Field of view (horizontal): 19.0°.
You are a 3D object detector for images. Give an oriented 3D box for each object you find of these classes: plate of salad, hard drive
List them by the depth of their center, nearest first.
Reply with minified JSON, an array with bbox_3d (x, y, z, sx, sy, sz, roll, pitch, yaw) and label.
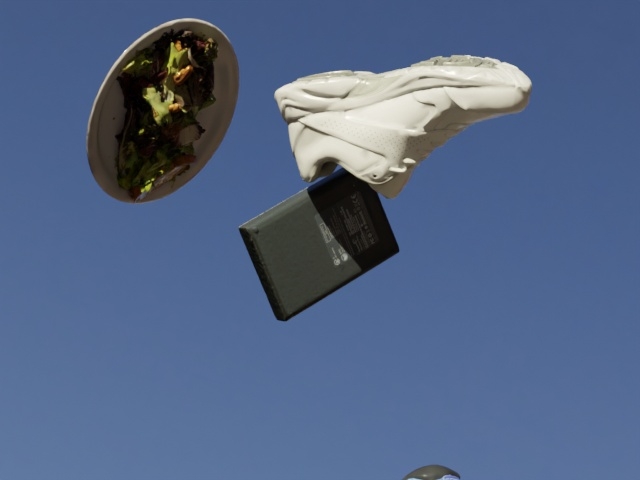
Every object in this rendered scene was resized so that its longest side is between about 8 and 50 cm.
[{"bbox_3d":[0.000,0.000,1.711,0.022,0.135,0.094,5,-59,58],"label":"hard drive"},{"bbox_3d":[-0.149,-0.124,1.905,0.048,0.200,0.200,32,-16,36],"label":"plate of salad"}]

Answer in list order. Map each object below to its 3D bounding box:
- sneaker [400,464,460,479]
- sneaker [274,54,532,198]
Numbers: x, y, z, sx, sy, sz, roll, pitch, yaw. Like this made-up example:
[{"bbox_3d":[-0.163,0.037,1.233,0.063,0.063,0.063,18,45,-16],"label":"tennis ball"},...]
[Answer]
[{"bbox_3d":[0.009,0.251,1.338,0.129,0.147,0.330,10,-33,-41],"label":"sneaker"},{"bbox_3d":[0.077,-0.096,1.650,0.232,0.115,0.090,-5,10,28],"label":"sneaker"}]
